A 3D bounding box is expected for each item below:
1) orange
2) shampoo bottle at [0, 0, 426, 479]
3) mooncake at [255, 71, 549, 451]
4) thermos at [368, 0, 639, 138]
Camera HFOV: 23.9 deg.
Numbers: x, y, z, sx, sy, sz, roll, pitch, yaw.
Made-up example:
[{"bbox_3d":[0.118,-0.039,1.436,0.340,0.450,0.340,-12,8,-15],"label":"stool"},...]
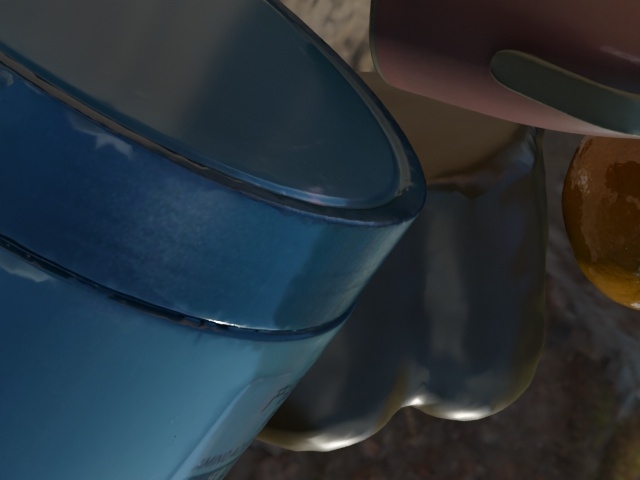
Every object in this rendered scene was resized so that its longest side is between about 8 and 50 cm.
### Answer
[{"bbox_3d":[0.249,-0.019,1.141,0.124,0.156,0.156,-36,176,29],"label":"orange"},{"bbox_3d":[-0.180,0.018,0.695,0.342,0.331,0.331,-54,167,20],"label":"shampoo bottle"},{"bbox_3d":[0.000,0.000,1.446,0.467,0.467,0.262,-36,129,-55],"label":"mooncake"},{"bbox_3d":[0.170,-0.124,0.945,0.176,0.265,0.146,-34,138,-45],"label":"thermos"}]
